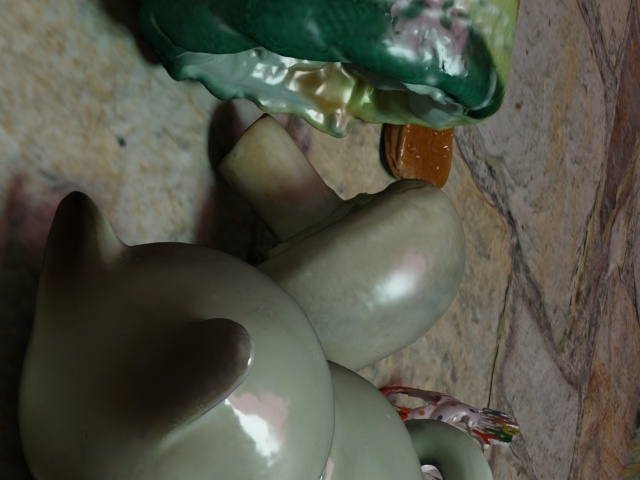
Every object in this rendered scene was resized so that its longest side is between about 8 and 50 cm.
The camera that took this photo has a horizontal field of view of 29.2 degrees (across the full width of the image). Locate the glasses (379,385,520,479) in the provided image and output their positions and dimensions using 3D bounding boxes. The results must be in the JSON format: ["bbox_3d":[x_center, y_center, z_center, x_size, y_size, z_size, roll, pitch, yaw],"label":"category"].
[{"bbox_3d":[0.108,0.225,1.249,0.255,0.162,0.095,-32,127,-59],"label":"glasses"}]

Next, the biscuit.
[{"bbox_3d":[0.095,-0.152,1.294,0.186,0.036,0.192,0,95,-63],"label":"biscuit"}]

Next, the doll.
[{"bbox_3d":[-0.056,0.149,0.813,0.226,0.215,0.370,-48,139,1],"label":"doll"}]

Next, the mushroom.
[{"bbox_3d":[0.000,0.000,0.976,0.215,0.207,0.207,54,34,-5],"label":"mushroom"}]

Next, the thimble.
[{"bbox_3d":[0.012,-0.174,0.857,0.288,0.254,0.167,31,68,-78],"label":"thimble"}]
